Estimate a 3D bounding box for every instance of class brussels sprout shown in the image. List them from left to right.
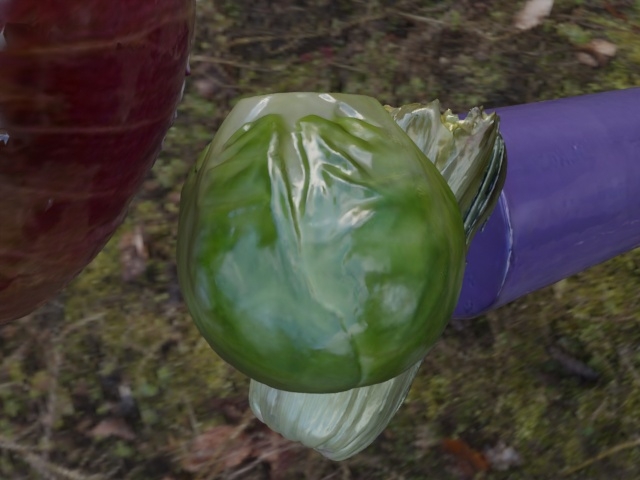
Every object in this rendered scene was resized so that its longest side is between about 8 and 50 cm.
[{"bbox_3d":[0.003,-0.001,0.704,0.155,0.117,0.155,2,83,-18],"label":"brussels sprout"}]

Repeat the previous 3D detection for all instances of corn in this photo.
[{"bbox_3d":[0.046,0.025,1.157,0.123,0.122,0.305,24,94,14],"label":"corn"}]

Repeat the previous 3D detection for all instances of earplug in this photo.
[{"bbox_3d":[0.294,-0.067,1.613,0.215,0.456,0.215,26,123,48],"label":"earplug"}]

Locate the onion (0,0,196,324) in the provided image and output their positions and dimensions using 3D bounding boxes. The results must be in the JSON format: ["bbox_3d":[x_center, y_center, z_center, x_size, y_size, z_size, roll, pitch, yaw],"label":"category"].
[{"bbox_3d":[-0.204,-0.122,0.675,0.348,0.385,0.347,5,105,18],"label":"onion"}]
